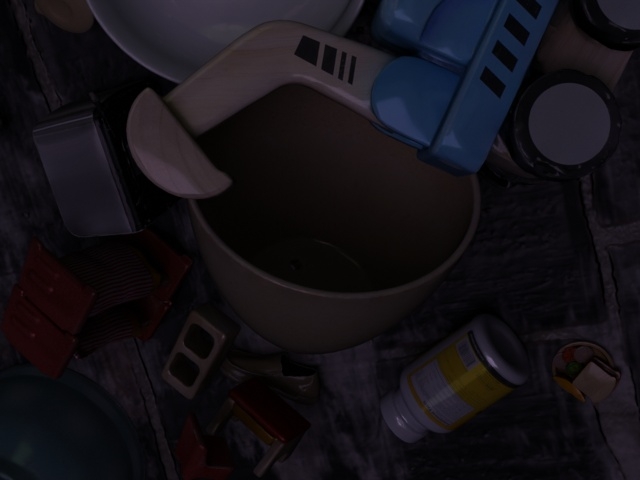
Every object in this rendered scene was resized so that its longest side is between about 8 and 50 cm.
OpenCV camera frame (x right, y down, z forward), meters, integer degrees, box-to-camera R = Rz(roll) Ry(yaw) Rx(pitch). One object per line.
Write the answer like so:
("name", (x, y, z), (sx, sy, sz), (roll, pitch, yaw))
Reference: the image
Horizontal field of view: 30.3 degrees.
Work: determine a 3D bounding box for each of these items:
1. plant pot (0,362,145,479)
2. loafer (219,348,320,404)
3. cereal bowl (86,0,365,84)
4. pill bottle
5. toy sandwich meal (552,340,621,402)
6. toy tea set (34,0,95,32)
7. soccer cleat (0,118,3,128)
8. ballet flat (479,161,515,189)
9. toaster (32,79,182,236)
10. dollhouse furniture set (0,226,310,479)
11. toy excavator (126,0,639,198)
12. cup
("plant pot", (-0.427, 0.350, 1.700), (0.293, 0.196, 0.293), (6, 113, 16))
("loafer", (-0.066, 0.174, 1.598), (0.148, 0.056, 0.050), (18, 112, 2))
("cereal bowl", (-0.102, -0.343, 1.337), (0.339, 0.141, 0.339), (2, 109, 6))
("pill bottle", (0.166, 0.180, 1.498), (0.184, 0.103, 0.103), (-39, 96, 27))
("toy sandwich meal", (0.331, 0.167, 1.482), (0.086, 0.029, 0.085), (6, 113, 15))
("toy tea set", (-0.383, -0.409, 1.451), (0.336, 0.124, 0.200), (29, 146, 1))
("soccer cleat", (-0.530, -0.263, 1.547), (0.143, 0.116, 0.331), (-21, 106, 7))
("ballet flat", (0.175, -0.130, 1.401), (0.173, 0.049, 0.057), (42, 116, -2))
("toaster", (-0.257, -0.108, 1.478), (0.110, 0.168, 0.185), (-10, 108, 22))
("dollhouse furniture set", (-0.195, 0.142, 1.496), (0.374, 0.201, 0.152), (38, 119, 17))
("toy excavator", (0.078, -0.179, 1.220), (0.445, 0.222, 0.433), (25, 92, -1))
("cup", (0.000, 0.000, 1.391), (0.331, 0.331, 0.237), (22, 142, 8))
